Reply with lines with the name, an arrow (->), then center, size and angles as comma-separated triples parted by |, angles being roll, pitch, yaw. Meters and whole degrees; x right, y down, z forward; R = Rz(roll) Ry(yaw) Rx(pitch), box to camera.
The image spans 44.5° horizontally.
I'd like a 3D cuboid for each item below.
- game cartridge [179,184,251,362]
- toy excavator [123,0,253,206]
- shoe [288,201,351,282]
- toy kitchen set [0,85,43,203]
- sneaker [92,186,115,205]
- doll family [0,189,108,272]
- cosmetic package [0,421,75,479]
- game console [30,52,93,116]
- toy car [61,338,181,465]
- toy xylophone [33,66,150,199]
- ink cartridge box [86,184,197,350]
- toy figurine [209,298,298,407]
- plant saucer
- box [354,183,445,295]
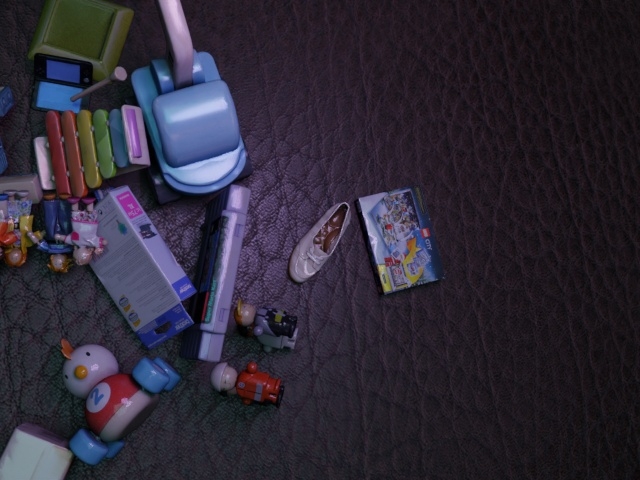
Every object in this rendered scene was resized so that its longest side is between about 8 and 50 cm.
game cartridge -> -0.225, 0.073, 1.629 | 0.068, 0.230, 0.355 | 12, 79, -14
toy excavator -> -0.271, -0.317, 1.558 | 0.222, 0.445, 0.433 | -19, 88, -16
shoe -> 0.000, 0.000, 1.785 | 0.076, 0.058, 0.219 | 36, 76, -7
toy kitchen set -> -0.650, -0.199, 1.635 | 0.122, 0.166, 0.207 | -5, 119, 0
sneaker -> -0.436, -0.057, 1.688 | 0.058, 0.052, 0.135 | -30, 94, -25
doll family -> -0.561, -0.015, 1.583 | 0.262, 0.118, 0.163 | 2, 102, -10
cosmetic package -> -0.592, 0.520, 1.520 | 0.129, 0.153, 0.296 | 26, 79, -9
game console -> -0.558, -0.334, 1.684 | 0.122, 0.107, 0.071 | 8, 53, -14
toy car -> -0.448, 0.284, 1.573 | 0.238, 0.210, 0.219 | 40, 85, 7
toy xylophone -> -0.467, -0.213, 1.601 | 0.081, 0.322, 0.236 | -8, 81, -53
ink cartridge box -> -0.379, 0.062, 1.620 | 0.065, 0.185, 0.311 | -32, 90, -51
toy figurine -> -0.139, 0.241, 1.644 | 0.148, 0.213, 0.210 | 13, 76, 4
plant saucer -> -0.526, -0.462, 1.720 | 0.188, 0.045, 0.188 | 16, 79, -12
box -> 0.186, -0.002, 1.840 | 0.159, 0.044, 0.233 | -13, 86, -15
